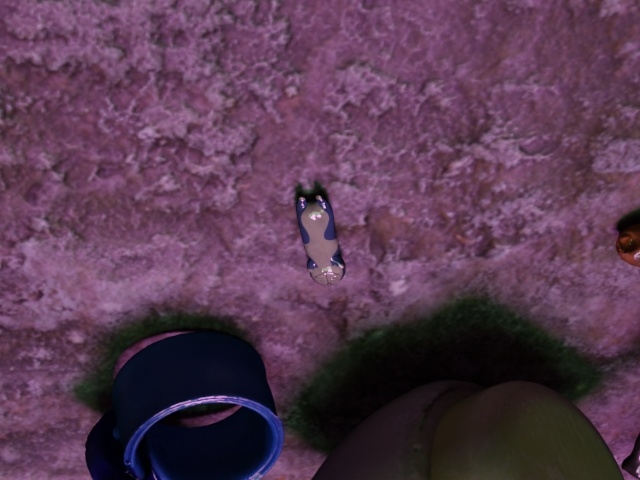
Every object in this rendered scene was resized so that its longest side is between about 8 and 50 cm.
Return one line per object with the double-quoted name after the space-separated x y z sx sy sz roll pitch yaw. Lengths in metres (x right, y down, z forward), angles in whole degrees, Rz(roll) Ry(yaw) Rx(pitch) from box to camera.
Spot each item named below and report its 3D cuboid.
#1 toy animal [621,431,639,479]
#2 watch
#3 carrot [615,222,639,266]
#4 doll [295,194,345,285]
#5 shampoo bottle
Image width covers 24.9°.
0.417 0.184 1.540 0.114 0.245 0.146 29 120 16 "toy animal"
-0.128 0.204 1.501 0.196 0.171 0.200 20 120 -43 "watch"
0.377 0.019 1.435 0.186 0.060 0.060 9 135 -15 "carrot"
0.000 0.000 1.379 0.037 0.027 0.125 -5 138 8 "doll"
0.146 0.312 1.527 0.317 0.322 0.322 -27 135 36 "shampoo bottle"
